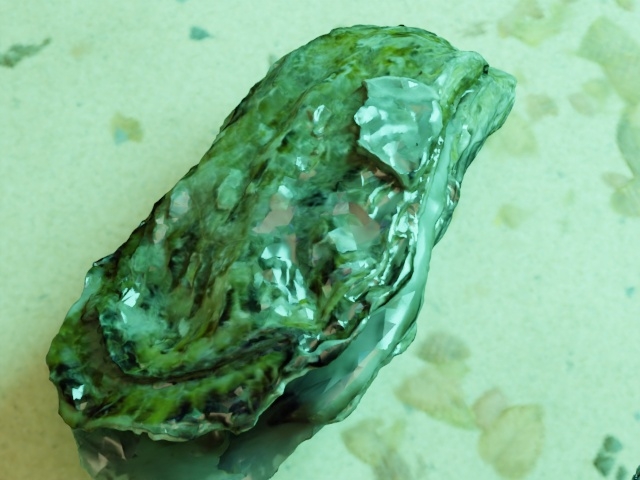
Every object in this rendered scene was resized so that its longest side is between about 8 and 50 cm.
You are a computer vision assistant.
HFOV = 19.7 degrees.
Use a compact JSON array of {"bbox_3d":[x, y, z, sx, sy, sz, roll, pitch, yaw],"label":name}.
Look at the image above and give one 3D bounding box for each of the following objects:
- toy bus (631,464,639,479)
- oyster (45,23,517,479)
[{"bbox_3d":[0.161,0.185,0.876,0.116,0.234,0.133,41,75,12],"label":"toy bus"},{"bbox_3d":[0.000,-0.005,0.993,0.162,0.158,0.351,36,60,12],"label":"oyster"}]
